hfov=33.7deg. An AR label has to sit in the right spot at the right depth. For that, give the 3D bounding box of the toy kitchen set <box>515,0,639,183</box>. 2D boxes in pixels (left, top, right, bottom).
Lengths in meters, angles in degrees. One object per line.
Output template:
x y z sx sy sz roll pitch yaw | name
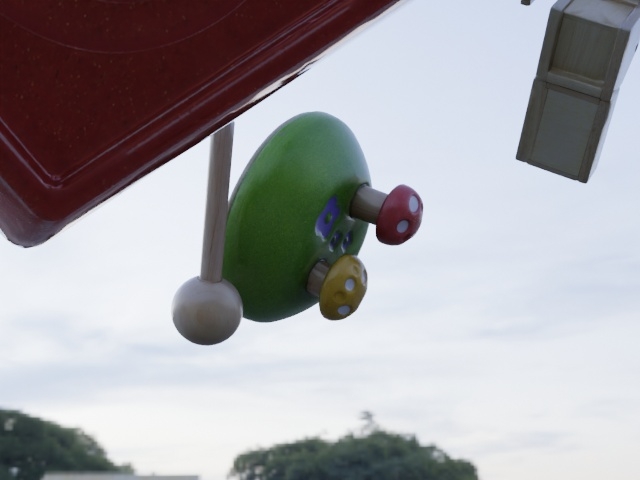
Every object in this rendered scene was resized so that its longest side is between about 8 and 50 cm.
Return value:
0.106 -0.085 0.467 0.068 0.083 0.075 22 -50 20 | toy kitchen set

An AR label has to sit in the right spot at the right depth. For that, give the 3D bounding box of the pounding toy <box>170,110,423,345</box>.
0.000 0.000 0.829 0.110 0.183 0.237 23 16 25 | pounding toy

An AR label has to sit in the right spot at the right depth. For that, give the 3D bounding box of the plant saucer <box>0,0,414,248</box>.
-0.075 -0.137 0.372 0.258 0.048 0.259 -33 -52 1 | plant saucer
